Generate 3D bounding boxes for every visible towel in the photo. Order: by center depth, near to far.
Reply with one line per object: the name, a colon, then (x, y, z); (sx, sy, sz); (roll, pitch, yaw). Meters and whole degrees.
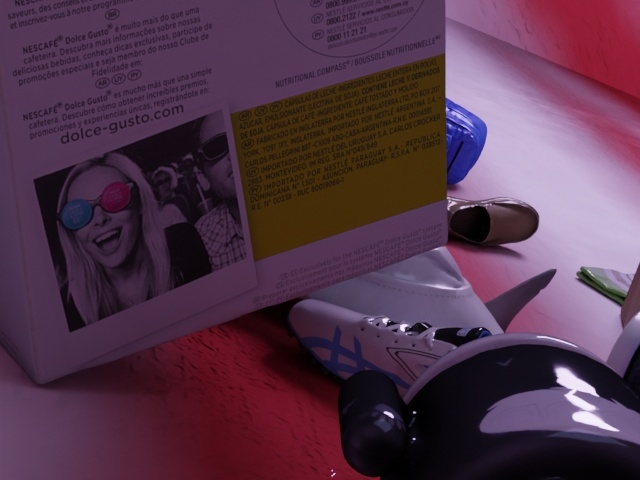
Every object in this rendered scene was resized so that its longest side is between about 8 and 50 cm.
towel: (0.376, 0.060, 2.063); (0.152, 0.023, 0.113); (8, 16, -37)

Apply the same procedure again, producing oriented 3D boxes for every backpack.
backpack: (0.144, -0.125, 2.331); (0.120, 0.098, 0.101); (28, 35, 1)

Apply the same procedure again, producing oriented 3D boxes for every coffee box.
coffee box: (-0.135, -0.156, 1.328); (0.338, 0.334, 0.337); (-18, 31, -26)

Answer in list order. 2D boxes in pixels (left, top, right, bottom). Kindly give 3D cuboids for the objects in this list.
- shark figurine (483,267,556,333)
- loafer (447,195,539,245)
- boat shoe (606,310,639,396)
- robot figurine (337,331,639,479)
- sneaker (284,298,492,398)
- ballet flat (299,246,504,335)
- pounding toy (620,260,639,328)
shark figurine: (0.058, 0.006, 1.663); (0.278, 0.116, 0.166); (26, 16, 32)
loafer: (0.185, -0.018, 2.054); (0.148, 0.056, 0.050); (1, 21, -24)
boat shoe: (0.371, 0.101, 1.677); (0.113, 0.127, 0.340); (27, 17, 26)
robot figurine: (0.120, 0.158, 1.028); (0.173, 0.209, 0.278); (-18, 16, 3)
sneaker: (0.081, 0.091, 1.412); (0.237, 0.086, 0.085); (24, 16, 24)
ballet flat: (0.000, 0.000, 1.561); (0.400, 0.139, 0.139); (23, 14, 14)
pounding toy: (0.402, 0.052, 1.900); (0.141, 0.130, 0.100); (20, 14, 2)
